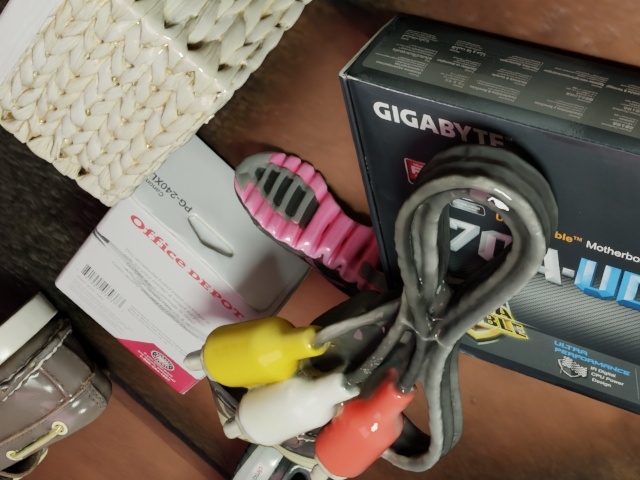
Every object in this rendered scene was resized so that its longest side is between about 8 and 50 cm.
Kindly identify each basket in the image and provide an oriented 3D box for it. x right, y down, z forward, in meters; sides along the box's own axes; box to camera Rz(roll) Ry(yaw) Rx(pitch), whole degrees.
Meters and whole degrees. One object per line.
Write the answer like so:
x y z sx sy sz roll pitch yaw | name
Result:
-0.084 -0.104 0.743 0.103 0.113 0.167 41 148 -10 | basket

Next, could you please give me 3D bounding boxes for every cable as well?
0.038 0.057 0.755 0.139 0.072 0.287 40 150 -7 | cable

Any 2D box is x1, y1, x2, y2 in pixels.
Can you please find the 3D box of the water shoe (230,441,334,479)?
-0.026 0.199 1.086 0.080 0.073 0.203 30 147 11 | water shoe

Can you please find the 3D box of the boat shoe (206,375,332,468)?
-0.018 0.105 0.979 0.152 0.056 0.049 3 138 43 | boat shoe

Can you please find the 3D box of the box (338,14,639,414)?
0.125 0.000 0.712 0.220 0.051 0.175 19 143 30 | box

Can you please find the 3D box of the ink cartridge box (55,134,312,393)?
-0.081 0.016 0.927 0.109 0.063 0.150 42 147 -4 | ink cartridge box

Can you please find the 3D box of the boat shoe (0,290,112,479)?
-0.256 0.144 1.216 0.097 0.116 0.324 45 142 -4 | boat shoe

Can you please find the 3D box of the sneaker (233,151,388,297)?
0.000 0.000 0.851 0.119 0.047 0.057 38 159 5 | sneaker
